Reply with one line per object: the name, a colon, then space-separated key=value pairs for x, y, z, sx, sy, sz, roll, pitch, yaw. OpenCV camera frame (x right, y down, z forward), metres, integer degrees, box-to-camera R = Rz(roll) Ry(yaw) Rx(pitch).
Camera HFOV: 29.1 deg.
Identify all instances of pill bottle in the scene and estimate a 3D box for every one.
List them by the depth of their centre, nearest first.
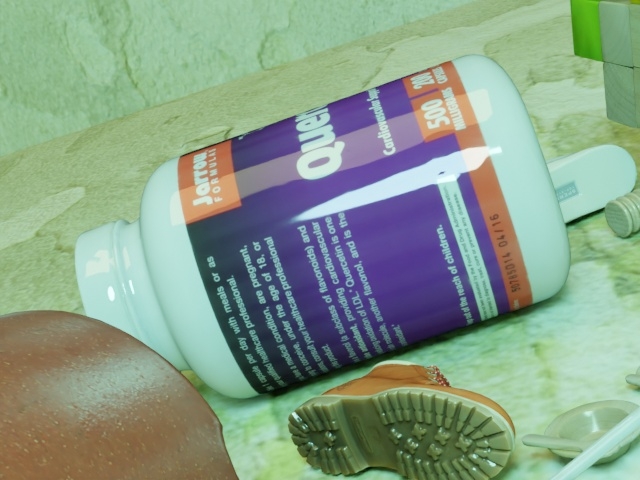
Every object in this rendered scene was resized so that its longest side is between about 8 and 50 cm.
pill bottle: x=0.000 y=0.000 z=0.875 sx=0.323 sy=0.181 sz=0.181 roll=-19 pitch=16 yaw=4

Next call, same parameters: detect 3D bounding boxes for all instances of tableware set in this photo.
tableware set: x=0.199 y=0.087 z=0.643 sx=0.169 sy=0.020 sz=0.141 roll=-32 pitch=20 yaw=-34

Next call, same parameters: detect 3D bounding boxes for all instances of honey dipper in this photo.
honey dipper: x=0.291 y=-0.044 z=0.954 sx=0.161 sy=0.030 sz=0.030 roll=-22 pitch=16 yaw=-21

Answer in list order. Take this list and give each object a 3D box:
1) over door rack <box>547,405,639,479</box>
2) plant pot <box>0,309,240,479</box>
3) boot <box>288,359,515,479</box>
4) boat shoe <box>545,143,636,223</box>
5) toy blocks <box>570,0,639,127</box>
over door rack: x=0.163 y=0.112 z=0.394 sx=0.324 sy=0.108 sz=0.239 roll=-45 pitch=21 yaw=-10
plant pot: x=-0.168 y=0.150 z=0.450 sx=0.272 sy=0.272 sz=0.265 roll=-11 pitch=5 yaw=29
boot: x=0.061 y=0.097 z=0.714 sx=0.085 sy=0.059 sz=0.158 roll=-27 pitch=16 yaw=-39
boat shoe: x=0.165 y=-0.034 z=1.011 sx=0.184 sy=0.066 sz=0.063 roll=-26 pitch=3 yaw=-10
toy blocks: x=0.385 y=-0.135 z=0.872 sx=0.261 sy=0.190 sz=0.381 roll=-12 pitch=17 yaw=-13
